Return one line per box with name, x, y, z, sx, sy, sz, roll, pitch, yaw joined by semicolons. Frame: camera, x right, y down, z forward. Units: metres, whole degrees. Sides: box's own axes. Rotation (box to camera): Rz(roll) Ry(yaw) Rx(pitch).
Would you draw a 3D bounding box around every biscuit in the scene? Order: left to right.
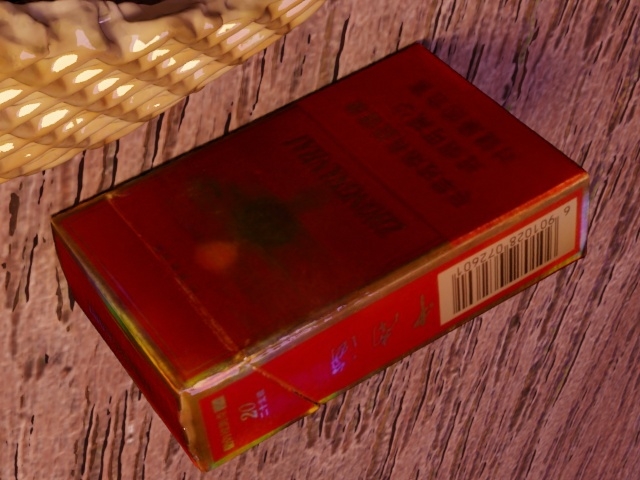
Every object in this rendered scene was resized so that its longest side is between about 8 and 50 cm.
biscuit;-0.124;-0.089;0.747;0.204;0.040;0.309;-32;176;38

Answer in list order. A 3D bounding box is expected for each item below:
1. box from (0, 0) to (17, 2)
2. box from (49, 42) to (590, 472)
box;-0.218;-0.175;0.612;0.210;0.148;0.129;-19;123;-27
box;0.000;-0.001;0.903;0.313;0.197;0.089;-27;138;-19
